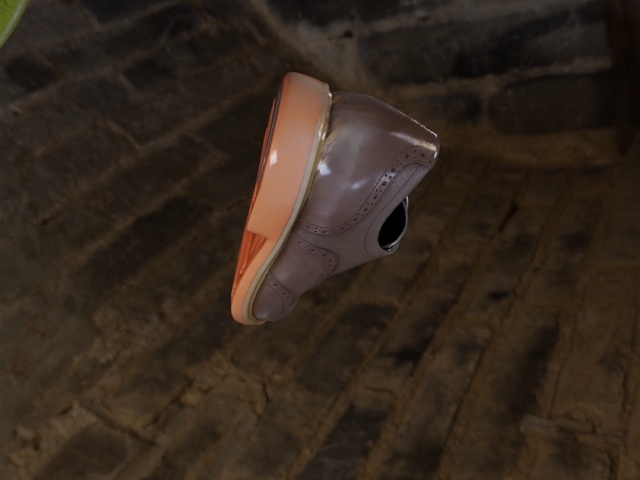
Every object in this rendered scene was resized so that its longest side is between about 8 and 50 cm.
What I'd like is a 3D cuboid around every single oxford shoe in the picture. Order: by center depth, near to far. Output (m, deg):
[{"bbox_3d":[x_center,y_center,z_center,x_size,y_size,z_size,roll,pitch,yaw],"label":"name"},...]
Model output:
[{"bbox_3d":[0.000,0.000,0.732,0.133,0.130,0.363,12,157,-6],"label":"oxford shoe"}]

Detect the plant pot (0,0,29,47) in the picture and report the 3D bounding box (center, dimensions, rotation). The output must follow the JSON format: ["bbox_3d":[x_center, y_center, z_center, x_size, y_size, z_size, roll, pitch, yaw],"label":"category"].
[{"bbox_3d":[-0.301,-0.238,0.431,0.366,0.366,0.353,-22,-131,-19],"label":"plant pot"}]
